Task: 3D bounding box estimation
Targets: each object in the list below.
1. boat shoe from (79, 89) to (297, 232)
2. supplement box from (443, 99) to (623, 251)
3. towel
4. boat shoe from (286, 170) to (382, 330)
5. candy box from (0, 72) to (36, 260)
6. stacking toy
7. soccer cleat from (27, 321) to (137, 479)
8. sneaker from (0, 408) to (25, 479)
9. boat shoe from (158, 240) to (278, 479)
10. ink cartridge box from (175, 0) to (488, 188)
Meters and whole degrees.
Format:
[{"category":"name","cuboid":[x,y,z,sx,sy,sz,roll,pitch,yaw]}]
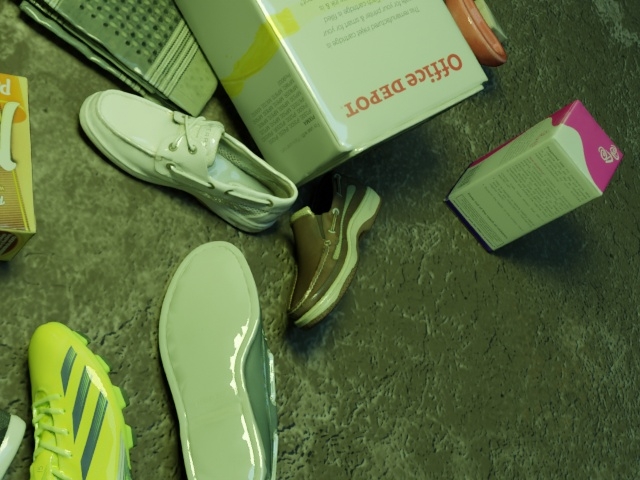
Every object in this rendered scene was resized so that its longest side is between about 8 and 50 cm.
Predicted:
[{"category":"boat shoe","cuboid":[-0.148,-0.109,1.222,0.277,0.096,0.098,28,55,-24]},{"category":"supplement box","cuboid":[0.305,-0.090,1.480,0.114,0.220,0.111,48,48,-8]},{"category":"towel","cuboid":[-0.234,-0.335,1.313,0.312,0.056,0.324,39,47,-20]},{"category":"boat shoe","cuboid":[-0.005,0.004,1.286,0.095,0.095,0.257,39,38,-12]},{"category":"candy box","cuboid":[-0.443,-0.089,0.989,0.316,0.087,0.183,7,64,-36]},{"category":"stacking toy","cuboid":[0.168,-0.385,1.639,0.309,0.130,0.279,59,21,-1]},{"category":"soccer cleat","cuboid":[-0.240,0.217,0.989,0.121,0.093,0.289,-12,76,-37]},{"category":"sneaker","cuboid":[-0.360,0.228,0.907,0.121,0.079,0.217,32,44,-17]},{"category":"boat shoe","cuboid":[-0.106,0.155,1.144,0.099,0.116,0.319,65,14,-60]},{"category":"ink cartridge box","cuboid":[-0.006,-0.292,1.312,0.279,0.160,0.384,-29,89,-36]}]
